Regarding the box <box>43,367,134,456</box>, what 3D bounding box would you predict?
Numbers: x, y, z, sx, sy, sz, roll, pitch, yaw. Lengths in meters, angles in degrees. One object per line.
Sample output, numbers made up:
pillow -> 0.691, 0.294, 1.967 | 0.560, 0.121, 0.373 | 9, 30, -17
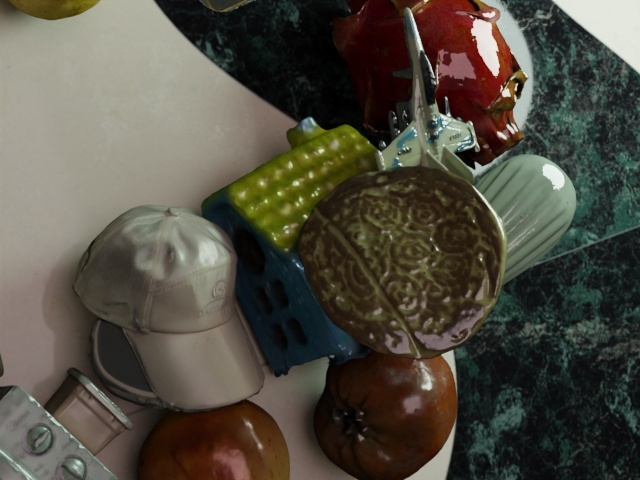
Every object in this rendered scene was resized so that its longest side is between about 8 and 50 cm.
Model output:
box -> -0.280, 0.205, 1.225 | 0.062, 0.122, 0.089 | -46, 104, -14

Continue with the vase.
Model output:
vase -> 0.213, -0.002, 1.294 | 0.248, 0.128, 0.128 | -42, 101, -25

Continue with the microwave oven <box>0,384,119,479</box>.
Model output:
microwave oven -> -0.381, 0.319, 1.075 | 0.181, 0.237, 0.295 | 47, 62, -15

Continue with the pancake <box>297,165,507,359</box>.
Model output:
pancake -> 0.101, 0.017, 1.215 | 0.250, 0.031, 0.250 | -1, 65, 3

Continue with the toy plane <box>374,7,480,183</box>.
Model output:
toy plane -> 0.128, -0.164, 1.329 | 0.192, 0.088, 0.262 | -19, 94, -39

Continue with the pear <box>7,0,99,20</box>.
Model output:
pear -> -0.328, -0.365, 1.278 | 0.178, 0.178, 0.178 | 6, 78, -28

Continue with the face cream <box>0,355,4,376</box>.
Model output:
face cream -> -0.527, 0.161, 1.124 | 0.341, 0.084, 0.137 | -17, 86, -22

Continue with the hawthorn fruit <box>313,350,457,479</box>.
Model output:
hawthorn fruit -> 0.108, 0.219, 1.407 | 0.251, 0.199, 0.200 | -14, 87, -54

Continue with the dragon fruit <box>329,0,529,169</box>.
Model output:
dragon fruit -> 0.154, -0.245, 1.479 | 0.250, 0.250, 0.315 | -18, 92, -30

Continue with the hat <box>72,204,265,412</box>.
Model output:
hat -> -0.167, 0.080, 1.251 | 0.232, 0.161, 0.275 | -18, 73, -44

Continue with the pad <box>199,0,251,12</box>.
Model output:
pad -> -0.079, -0.535, 1.506 | 0.375, 0.063, 0.315 | -33, 97, -30

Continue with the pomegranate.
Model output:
pomegranate -> -0.129, 0.283, 1.258 | 0.191, 0.191, 0.191 | 6, 78, -28

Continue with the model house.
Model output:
model house -> 0.000, 0.000, 1.371 | 0.237, 0.215, 0.303 | -31, 90, -32
